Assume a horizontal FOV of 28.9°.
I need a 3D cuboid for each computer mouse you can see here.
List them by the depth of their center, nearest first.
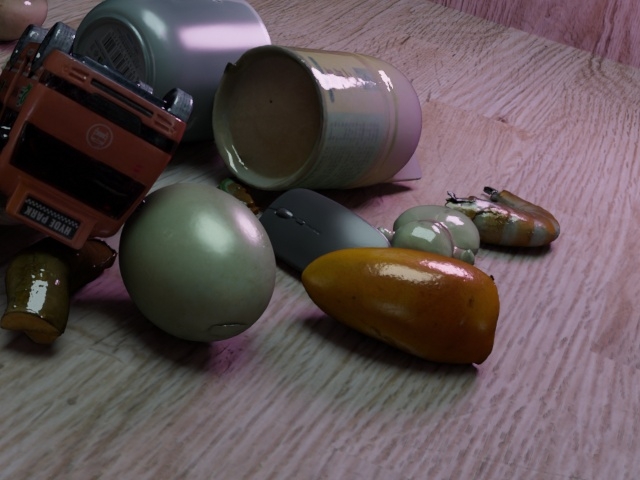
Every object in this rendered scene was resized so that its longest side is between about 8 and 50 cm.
[{"bbox_3d":[0.000,0.000,1.820,0.232,0.057,0.120,33,73,34],"label":"computer mouse"}]

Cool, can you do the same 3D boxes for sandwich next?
[{"bbox_3d":[-0.134,-0.069,1.977,0.067,0.029,0.135,6,23,-18],"label":"sandwich"}]

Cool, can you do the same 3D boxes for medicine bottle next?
[{"bbox_3d":[0.033,-0.203,2.111,0.235,0.236,0.406,31,21,32],"label":"medicine bottle"}]

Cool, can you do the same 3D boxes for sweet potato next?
[{"bbox_3d":[-0.329,0.051,1.548,0.112,0.085,0.286,50,13,-4],"label":"sweet potato"}]

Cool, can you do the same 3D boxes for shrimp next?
[{"bbox_3d":[0.331,-0.047,2.164,0.185,0.068,0.287,25,23,17],"label":"shrimp"}]

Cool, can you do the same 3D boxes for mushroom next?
[{"bbox_3d":[-0.629,-0.483,2.412,0.206,0.209,0.206,12,50,-15],"label":"mushroom"}]

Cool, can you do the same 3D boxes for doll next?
[{"bbox_3d":[0.172,0.003,1.896,0.154,0.113,0.275,19,24,16],"label":"doll"}]

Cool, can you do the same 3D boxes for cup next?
[{"bbox_3d":[-0.298,-0.286,2.123,0.356,0.259,0.274,-9,2,37],"label":"cup"}]

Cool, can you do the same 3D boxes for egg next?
[{"bbox_3d":[-0.156,0.025,1.556,0.186,0.187,0.253,0,30,-32],"label":"egg"}]

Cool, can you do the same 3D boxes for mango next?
[{"bbox_3d":[0.104,0.074,1.670,0.257,0.138,0.187,12,14,-21],"label":"mango"}]

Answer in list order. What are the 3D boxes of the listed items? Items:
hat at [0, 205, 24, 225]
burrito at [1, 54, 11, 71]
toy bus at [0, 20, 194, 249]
[{"bbox_3d":[-0.513,-0.036,1.625,0.219,0.164,0.226,30,-12,21],"label":"hat"},{"bbox_3d":[-0.482,-0.245,2.128,0.082,0.059,0.275,11,22,-41],"label":"burrito"},{"bbox_3d":[-0.336,-0.143,1.637,0.203,0.233,0.427,29,-1,-22],"label":"toy bus"}]
